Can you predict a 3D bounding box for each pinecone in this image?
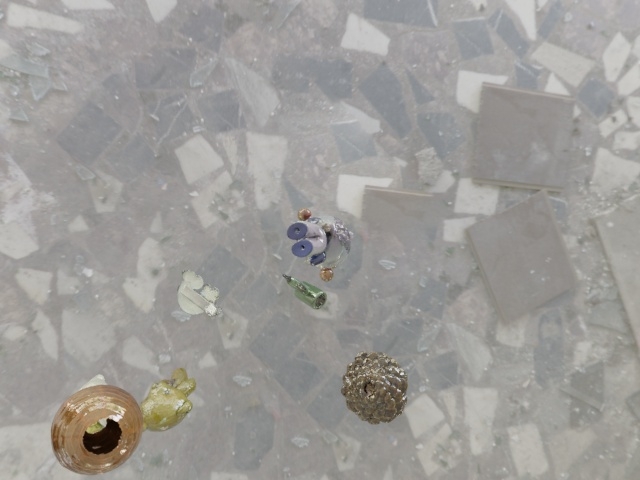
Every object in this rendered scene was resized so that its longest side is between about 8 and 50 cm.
[{"bbox_3d":[0.157,0.398,1.302,0.179,0.204,0.184,27,99,27],"label":"pinecone"}]

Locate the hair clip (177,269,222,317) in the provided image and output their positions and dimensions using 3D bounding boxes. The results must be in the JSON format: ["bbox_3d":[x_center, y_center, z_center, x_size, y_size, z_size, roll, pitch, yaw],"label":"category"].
[{"bbox_3d":[-0.380,0.176,1.468,0.172,0.049,0.116,34,83,13],"label":"hair clip"}]

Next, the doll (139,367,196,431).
[{"bbox_3d":[-0.349,0.342,1.062,0.137,0.209,0.097,-25,105,-10],"label":"doll"}]

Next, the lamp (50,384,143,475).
[{"bbox_3d":[-0.352,0.298,0.756,0.136,0.136,0.136,-1,94,-12],"label":"lamp"}]

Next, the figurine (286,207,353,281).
[{"bbox_3d":[-0.005,-0.010,1.213,0.133,0.274,0.193,-23,60,14],"label":"figurine"}]

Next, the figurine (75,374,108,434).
[{"bbox_3d":[-0.693,0.567,1.545,0.235,0.155,0.127,43,128,-2],"label":"figurine"}]

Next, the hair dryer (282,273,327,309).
[{"bbox_3d":[-0.049,0.107,1.075,0.047,0.071,0.150,-60,142,-8],"label":"hair dryer"}]
